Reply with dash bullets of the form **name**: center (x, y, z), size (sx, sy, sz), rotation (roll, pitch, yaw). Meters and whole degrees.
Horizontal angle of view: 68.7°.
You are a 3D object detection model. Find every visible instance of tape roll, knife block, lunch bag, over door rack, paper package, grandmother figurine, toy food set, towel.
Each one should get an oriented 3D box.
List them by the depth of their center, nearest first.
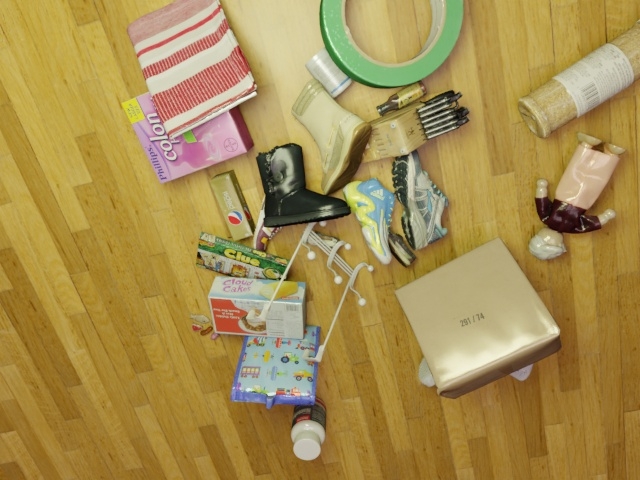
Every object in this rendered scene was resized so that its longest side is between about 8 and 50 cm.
- **tape roll**: center (0.160, -0.517, 1.074), size (0.322, 0.077, 0.320), rotation (-2, 103, -7)
- **towel**: center (-0.302, -0.420, 1.077), size (0.237, 0.037, 0.328), rotation (-26, 73, 7)
- **knife block**: center (0.227, -0.294, 1.192), size (0.276, 0.242, 0.088), rotation (-1, 118, 51)
- **over door rack**: center (-0.002, 0.135, 1.226), size (0.239, 0.108, 0.324), rotation (44, 67, -30)
- **paper package**: center (0.407, 0.205, 1.235), size (0.325, 0.309, 0.168), rotation (-30, 145, 14)
- **grandmother figurine**: center (0.665, -0.097, 1.237), size (0.208, 0.104, 0.342), rotation (30, 114, 20)
- **lunch bag**: center (-0.119, 0.360, 1.321), size (0.221, 0.293, 0.138), rotation (5, 110, 0)
- **toy food set**: center (-0.344, 0.269, 1.440), size (0.122, 0.019, 0.077), rotation (9, 110, -1)

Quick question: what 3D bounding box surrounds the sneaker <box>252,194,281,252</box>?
- **sneaker**: center (-0.132, -0.039, 1.294), size (0.084, 0.069, 0.185), rotation (14, 111, 2)

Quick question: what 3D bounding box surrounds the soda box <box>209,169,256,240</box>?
- **soda box**: center (-0.237, -0.096, 1.280), size (0.058, 0.061, 0.181), rotation (-17, 109, 9)

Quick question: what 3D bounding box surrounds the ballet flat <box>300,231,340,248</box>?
- **ballet flat**: center (0.000, 0.000, 1.320), size (0.115, 0.041, 0.041), rotation (9, 110, -1)

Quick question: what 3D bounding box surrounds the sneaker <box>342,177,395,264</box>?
- **sneaker**: center (0.159, -0.061, 1.240), size (0.126, 0.091, 0.240), rotation (-26, 86, 1)

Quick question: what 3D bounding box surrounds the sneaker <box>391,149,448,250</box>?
- **sneaker**: center (0.270, -0.120, 1.248), size (0.122, 0.110, 0.282), rotation (-17, 114, -8)

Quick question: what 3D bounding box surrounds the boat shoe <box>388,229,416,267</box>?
- **boat shoe**: center (0.209, 0.005, 1.312), size (0.049, 0.056, 0.152), rotation (-39, 97, -13)

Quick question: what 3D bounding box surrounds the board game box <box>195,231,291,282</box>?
- **board game box**: center (-0.220, 0.064, 1.326), size (0.260, 0.030, 0.136), rotation (18, 136, -4)

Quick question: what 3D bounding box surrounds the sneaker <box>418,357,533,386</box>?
- **sneaker**: center (0.478, 0.348, 1.379), size (0.366, 0.137, 0.210), rotation (-43, 101, 12)

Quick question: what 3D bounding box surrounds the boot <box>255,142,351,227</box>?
- **boot**: center (-0.050, -0.146, 1.179), size (0.247, 0.094, 0.207), rotation (-6, 88, 27)

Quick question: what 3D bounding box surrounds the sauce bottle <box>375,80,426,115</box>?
- **sauce bottle**: center (0.203, -0.356, 1.182), size (0.128, 0.042, 0.042), rotation (-27, 107, 13)

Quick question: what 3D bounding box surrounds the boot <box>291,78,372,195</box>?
- **boot**: center (0.009, -0.254, 1.190), size (0.203, 0.095, 0.262), rotation (46, 150, 16)

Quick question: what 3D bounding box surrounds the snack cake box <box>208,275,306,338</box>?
- **snack cake box**: center (-0.175, 0.194, 1.345), size (0.265, 0.089, 0.152), rotation (4, 129, 4)

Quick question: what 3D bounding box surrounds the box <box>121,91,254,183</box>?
- **box**: center (-0.326, -0.291, 1.182), size (0.243, 0.117, 0.213), rotation (-18, 109, 9)

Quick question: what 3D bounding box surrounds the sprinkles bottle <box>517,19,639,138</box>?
- **sprinkles bottle**: center (0.659, -0.389, 1.111), size (0.356, 0.121, 0.121), rotation (-32, 106, 13)

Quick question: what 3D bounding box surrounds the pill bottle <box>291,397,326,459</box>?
- **pill bottle**: center (-0.037, 0.584, 1.461), size (0.108, 0.180, 0.107), rotation (0, 110, 1)

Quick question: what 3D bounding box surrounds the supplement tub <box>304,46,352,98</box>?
- **supplement tub**: center (0.020, -0.410, 1.151), size (0.071, 0.071, 0.107), rotation (-37, 105, 14)
